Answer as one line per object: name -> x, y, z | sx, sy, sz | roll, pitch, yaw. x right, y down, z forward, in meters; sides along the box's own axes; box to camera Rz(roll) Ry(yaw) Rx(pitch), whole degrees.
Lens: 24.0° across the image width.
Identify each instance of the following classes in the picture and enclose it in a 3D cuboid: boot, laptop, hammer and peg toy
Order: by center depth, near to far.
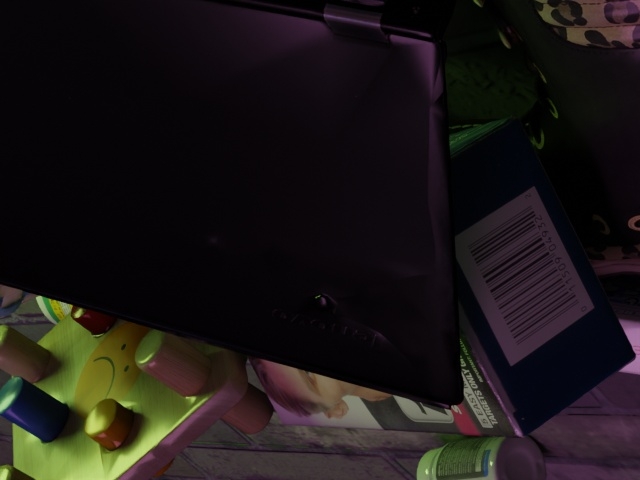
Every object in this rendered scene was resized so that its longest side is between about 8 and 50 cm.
laptop -> -0.068, -0.160, 0.861 | 0.382, 0.408, 0.236 | 14, 171, 21
boot -> 0.159, -0.099, 0.967 | 0.377, 0.138, 0.284 | 13, 146, 43
hammer and peg toy -> -0.183, 0.090, 1.319 | 0.266, 0.361, 0.127 | -42, 123, 17

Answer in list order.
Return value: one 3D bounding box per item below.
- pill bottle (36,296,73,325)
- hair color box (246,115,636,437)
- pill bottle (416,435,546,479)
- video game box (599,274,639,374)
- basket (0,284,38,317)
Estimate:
pill bottle -> -0.176, 0.038, 1.495 | 0.208, 0.118, 0.117 | 2, 144, 36
hair color box -> 0.044, 0.036, 1.041 | 0.174, 0.105, 0.347 | 63, 155, -7
pill bottle -> 0.171, 0.251, 1.621 | 0.078, 0.078, 0.137 | 38, 150, -23
video game box -> 0.260, 0.040, 1.071 | 0.205, 0.187, 0.048 | 7, 112, 29
basket -> -0.323, -0.088, 1.242 | 0.254, 0.201, 0.289 | 30, 130, 25
